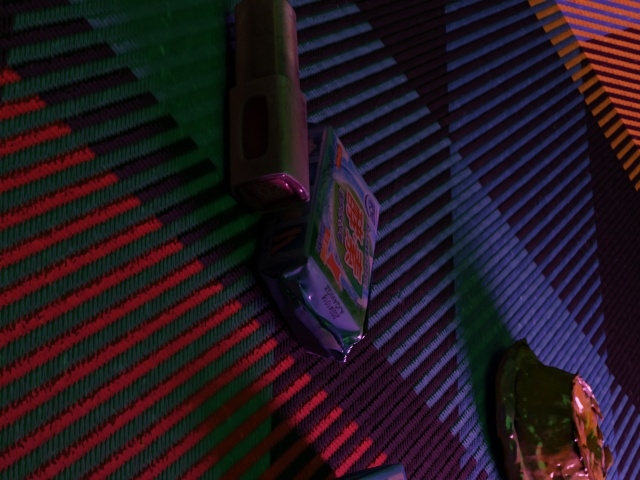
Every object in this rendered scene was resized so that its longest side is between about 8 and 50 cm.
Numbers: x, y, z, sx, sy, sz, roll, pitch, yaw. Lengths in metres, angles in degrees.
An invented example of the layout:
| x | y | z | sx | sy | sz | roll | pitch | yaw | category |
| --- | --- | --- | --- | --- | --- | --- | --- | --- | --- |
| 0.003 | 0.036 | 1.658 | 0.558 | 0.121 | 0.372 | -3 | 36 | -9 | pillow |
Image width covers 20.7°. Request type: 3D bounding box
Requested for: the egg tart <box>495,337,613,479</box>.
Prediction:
| x | y | z | sx | sy | sz | roll | pitch | yaw | category |
| --- | --- | --- | --- | --- | --- | --- | --- | --- | --- |
| 0.355 | 0.294 | 2.629 | 0.315 | 0.120 | 0.314 | -15 | 90 | -69 | egg tart |

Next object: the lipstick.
| x | y | z | sx | sy | sz | roll | pitch | yaw | category |
| --- | --- | --- | --- | --- | --- | --- | --- | --- | --- |
| -0.058 | -0.159 | 1.974 | 0.077 | 0.079 | 0.252 | 45 | 37 | -52 | lipstick |

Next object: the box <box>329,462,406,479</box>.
| x | y | z | sx | sy | sz | roll | pitch | yaw | category |
| --- | --- | --- | --- | --- | --- | --- | --- | --- | --- |
| 0.058 | 0.370 | 1.910 | 0.142 | 0.083 | 0.232 | -3 | 80 | -68 | box |

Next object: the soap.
| x | y | z | sx | sy | sz | roll | pitch | yaw | category |
| --- | --- | --- | --- | --- | --- | --- | --- | --- | --- |
| 0.000 | 0.000 | 2.015 | 0.156 | 0.077 | 0.293 | 57 | 28 | -38 | soap |
